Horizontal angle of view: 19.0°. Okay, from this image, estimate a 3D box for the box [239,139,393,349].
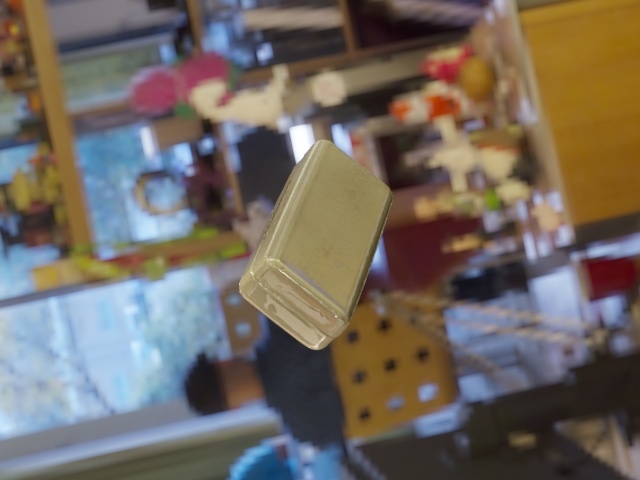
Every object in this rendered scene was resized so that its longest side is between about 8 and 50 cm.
[{"bbox_3d":[0.000,0.000,1.792,0.055,0.103,0.244,-46,11,30],"label":"box"}]
